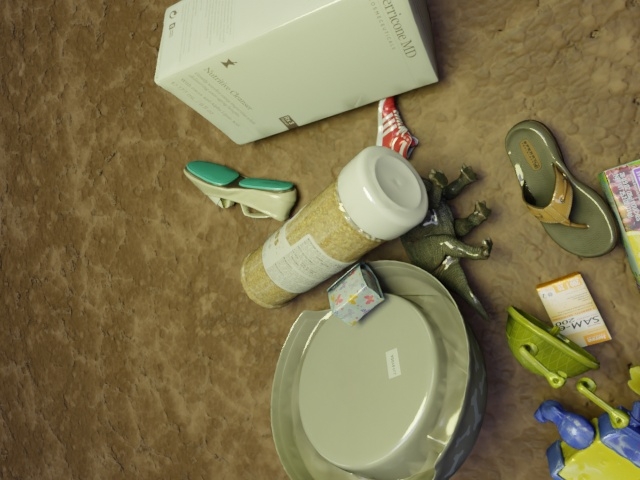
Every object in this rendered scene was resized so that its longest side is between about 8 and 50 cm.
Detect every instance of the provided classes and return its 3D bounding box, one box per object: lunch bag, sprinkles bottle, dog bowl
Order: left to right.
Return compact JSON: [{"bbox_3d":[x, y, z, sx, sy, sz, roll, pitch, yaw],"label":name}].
[{"bbox_3d":[0.000,0.000,0.672,0.355,0.121,0.121,-37,77,46],"label":"sprinkles bottle"},{"bbox_3d":[0.048,0.074,0.646,0.053,0.083,0.071,40,109,-22],"label":"lunch bag"},{"bbox_3d":[0.080,0.205,0.637,0.349,0.102,0.348,-30,43,33],"label":"dog bowl"}]

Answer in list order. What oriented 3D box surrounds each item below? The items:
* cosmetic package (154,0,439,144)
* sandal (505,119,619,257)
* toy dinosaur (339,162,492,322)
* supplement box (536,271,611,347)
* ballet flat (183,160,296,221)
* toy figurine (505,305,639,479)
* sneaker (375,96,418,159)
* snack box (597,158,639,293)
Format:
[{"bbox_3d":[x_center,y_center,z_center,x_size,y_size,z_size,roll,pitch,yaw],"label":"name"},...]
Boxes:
[{"bbox_3d":[-0.033,-0.307,0.671,0.386,0.217,0.156,-10,69,27],"label":"cosmetic package"},{"bbox_3d":[0.323,-0.071,0.602,0.090,0.060,0.219,-37,74,54],"label":"sandal"},{"bbox_3d":[0.177,-0.020,0.675,0.313,0.121,0.160,57,142,1],"label":"toy dinosaur"},{"bbox_3d":[0.365,0.102,0.624,0.062,0.036,0.098,-26,82,24],"label":"supplement box"},{"bbox_3d":[-0.162,-0.091,0.838,0.249,0.086,0.086,17,100,22],"label":"ballet flat"},{"bbox_3d":[0.350,0.275,0.544,0.363,0.191,0.217,32,115,14],"label":"toy figurine"},{"bbox_3d":[0.129,-0.190,0.712,0.067,0.042,0.118,9,104,28],"label":"sneaker"},{"bbox_3d":[0.484,-0.020,0.543,0.175,0.070,0.206,-18,86,25],"label":"snack box"}]
